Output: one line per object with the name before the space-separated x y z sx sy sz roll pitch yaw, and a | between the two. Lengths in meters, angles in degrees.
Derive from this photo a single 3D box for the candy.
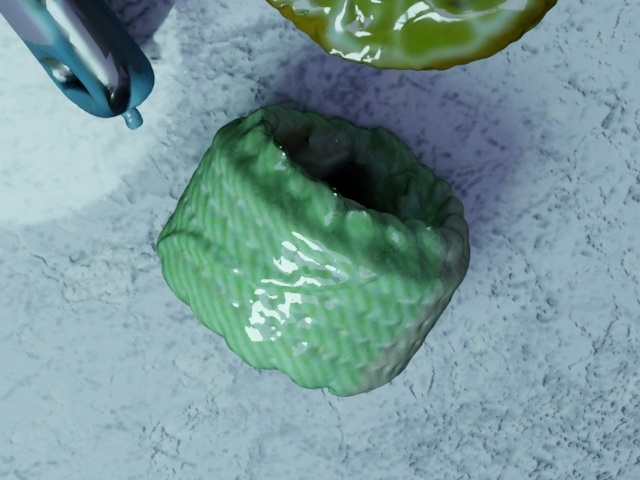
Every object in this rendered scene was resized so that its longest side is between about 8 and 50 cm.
candy | 0.063 -0.244 1.297 0.260 0.118 0.260 1 112 2

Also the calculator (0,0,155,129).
calculator | -0.214 -0.195 1.294 0.051 0.173 0.293 -40 108 -11

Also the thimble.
thimble | 0.000 0.000 1.347 0.219 0.219 0.150 28 110 -11
